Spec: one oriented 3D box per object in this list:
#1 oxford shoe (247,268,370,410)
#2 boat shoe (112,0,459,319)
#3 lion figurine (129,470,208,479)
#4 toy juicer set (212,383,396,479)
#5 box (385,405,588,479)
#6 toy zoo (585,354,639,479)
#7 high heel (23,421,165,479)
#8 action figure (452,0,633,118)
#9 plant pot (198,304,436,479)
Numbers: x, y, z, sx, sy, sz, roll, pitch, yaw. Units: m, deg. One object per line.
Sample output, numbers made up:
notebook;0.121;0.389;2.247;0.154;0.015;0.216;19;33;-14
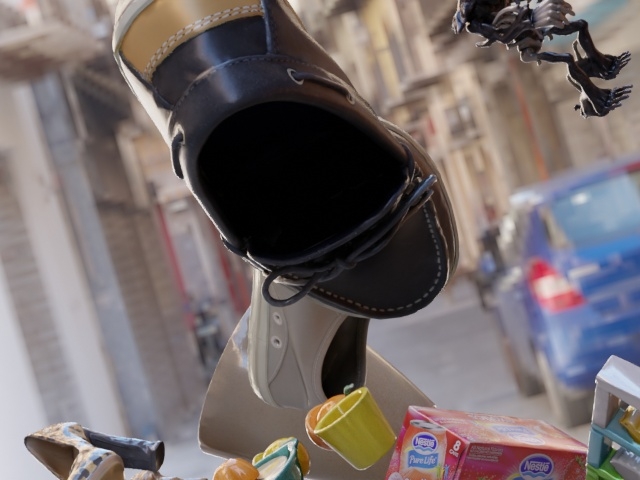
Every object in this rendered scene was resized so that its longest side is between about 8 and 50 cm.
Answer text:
oxford shoe;0.000;0.000;2.075;0.130;0.449;0.169;17;34;27
boat shoe;-0.006;-0.039;1.534;0.187;0.156;0.500;-31;-35;6
lion figurine;-0.214;0.467;2.639;0.142;0.240;0.392;-33;-12;-28
toy juicer set;-0.076;0.257;1.949;0.329;0.089;0.209;-41;8;0
box;0.224;0.297;2.419;0.257;0.122;0.128;10;11;-39
toy zoo;0.326;0.205;1.674;0.030;0.192;0.293;-49;-22;-22
high heel;-0.323;0.290;2.334;0.186;0.093;0.261;4;11;17
action figure;0.263;-0.275;2.283;0.141;0.276;0.164;-38;24;41
plant pot;0.011;0.232;2.619;0.274;0.256;0.256;23;11;14
